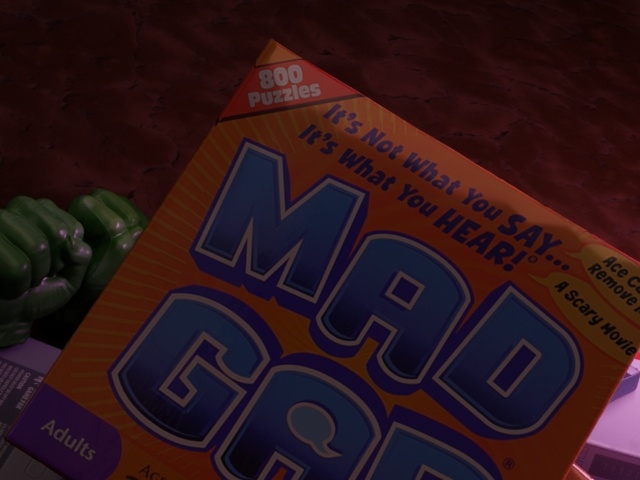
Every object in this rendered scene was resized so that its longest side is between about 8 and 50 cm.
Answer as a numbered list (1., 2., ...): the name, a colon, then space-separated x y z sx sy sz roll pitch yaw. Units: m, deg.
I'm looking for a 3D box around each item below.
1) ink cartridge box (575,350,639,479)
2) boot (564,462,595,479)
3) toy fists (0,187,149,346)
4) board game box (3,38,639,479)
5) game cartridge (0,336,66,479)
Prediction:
1. ink cartridge box: 0.243 0.130 1.545 0.296 0.066 0.261 15 42 4
2. boot: 0.162 0.137 1.398 0.264 0.096 0.280 -40 75 -16
3. toy fists: -0.267 0.024 1.488 0.096 0.142 0.279 28 18 25
4. board game box: 0.012 0.120 1.189 0.356 0.356 0.356 32 -11 5
5. game cartridge: -0.324 0.194 1.359 0.196 0.060 0.294 18 33 4
